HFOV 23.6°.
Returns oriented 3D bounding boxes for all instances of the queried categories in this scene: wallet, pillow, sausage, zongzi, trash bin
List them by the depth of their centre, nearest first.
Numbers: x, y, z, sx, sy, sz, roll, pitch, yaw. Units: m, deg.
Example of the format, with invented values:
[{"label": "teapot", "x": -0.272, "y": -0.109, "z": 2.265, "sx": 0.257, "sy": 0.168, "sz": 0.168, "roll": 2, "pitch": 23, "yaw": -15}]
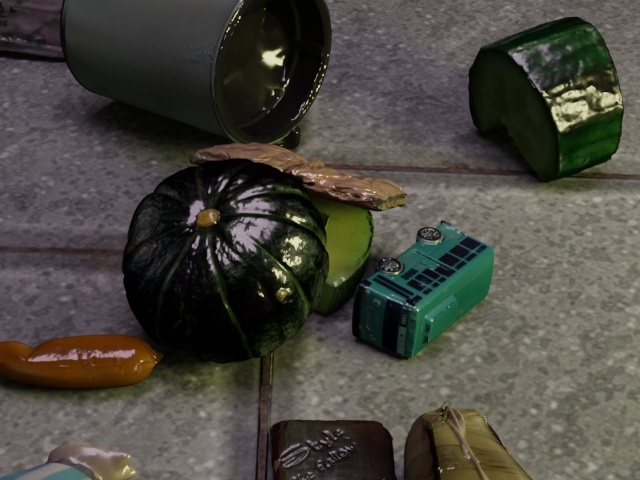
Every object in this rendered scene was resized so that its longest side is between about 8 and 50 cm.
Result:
[{"label": "zongzi", "x": 0.173, "y": 0.234, "z": 1.376, "sx": 0.197, "sy": 0.099, "sz": 0.194, "roll": -1, "pitch": 43, "yaw": -2}, {"label": "wallet", "x": 0.016, "y": 0.248, "z": 1.407, "sx": 0.121, "sy": 0.031, "sz": 0.232, "roll": -1, "pitch": 36, "yaw": -3}, {"label": "sausage", "x": -0.250, "y": 0.123, "z": 1.541, "sx": 0.183, "sy": 0.054, "sz": 0.062, "roll": -2, "pitch": 5, "yaw": -3}, {"label": "pillow", "x": -0.021, "y": -0.070, "z": 1.683, "sx": 0.232, "sy": 0.043, "sz": 0.126, "roll": 16, "pitch": 11, "yaw": 20}, {"label": "trash bin", "x": -0.154, "y": -0.252, "z": 1.886, "sx": 0.262, "sy": 0.277, "sz": 0.217, "roll": 20, "pitch": 38, "yaw": 33}]

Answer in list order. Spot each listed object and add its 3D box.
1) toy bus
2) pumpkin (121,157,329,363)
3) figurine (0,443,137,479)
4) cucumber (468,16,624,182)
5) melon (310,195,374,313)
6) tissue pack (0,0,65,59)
[{"label": "toy bus", "x": 0.111, "y": 0.055, "z": 1.634, "sx": 0.091, "sy": 0.079, "sz": 0.160, "roll": 28, "pitch": 42, "yaw": 29}, {"label": "pumpkin", "x": -0.099, "y": 0.020, "z": 1.575, "sx": 0.220, "sy": 0.162, "sz": 0.221, "roll": -6, "pitch": 55, "yaw": 8}, {"label": "figurine", "x": -0.374, "y": 0.286, "z": 1.149, "sx": 0.377, "sy": 0.266, "sz": 0.361, "roll": 12, "pitch": 32, "yaw": 11}, {"label": "cucumber", "x": 0.283, "y": -0.176, "z": 1.878, "sx": 0.130, "sy": 0.191, "sz": 0.191, "roll": -24, "pitch": 43, "yaw": -19}, {"label": "melon", "x": 0.000, "y": 0.000, "z": 1.716, "sx": 0.118, "sy": 0.064, "sz": 0.209, "roll": 5, "pitch": 39, "yaw": 1}, {"label": "tissue pack", "x": -0.429, "y": -0.411, "z": 2.187, "sx": 0.288, "sy": 0.124, "sz": 0.394, "roll": 4, "pitch": 37, "yaw": 5}]
